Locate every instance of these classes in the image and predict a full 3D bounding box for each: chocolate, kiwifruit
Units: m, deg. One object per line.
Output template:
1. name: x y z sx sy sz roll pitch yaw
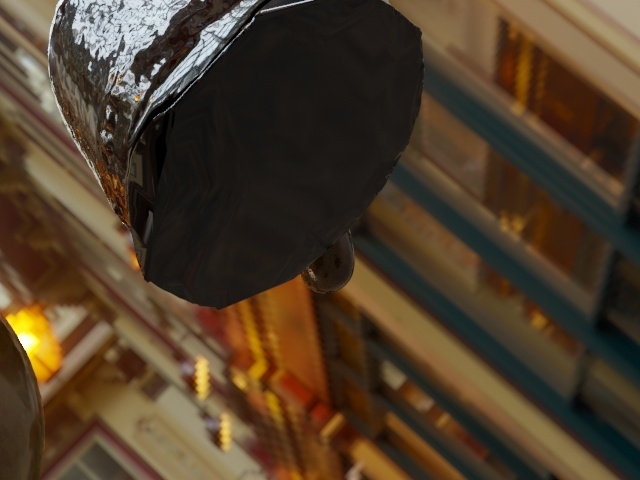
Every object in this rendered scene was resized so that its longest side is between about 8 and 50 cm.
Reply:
1. chocolate: -0.121 -0.176 1.767 0.384 0.331 0.383 -32 -34 -25
2. kiwifruit: 0.000 0.000 1.925 0.075 0.124 0.075 -12 -9 -2

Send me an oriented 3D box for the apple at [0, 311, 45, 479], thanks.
1. apple: -0.399 0.176 1.368 0.334 0.400 0.400 3 -46 -30
